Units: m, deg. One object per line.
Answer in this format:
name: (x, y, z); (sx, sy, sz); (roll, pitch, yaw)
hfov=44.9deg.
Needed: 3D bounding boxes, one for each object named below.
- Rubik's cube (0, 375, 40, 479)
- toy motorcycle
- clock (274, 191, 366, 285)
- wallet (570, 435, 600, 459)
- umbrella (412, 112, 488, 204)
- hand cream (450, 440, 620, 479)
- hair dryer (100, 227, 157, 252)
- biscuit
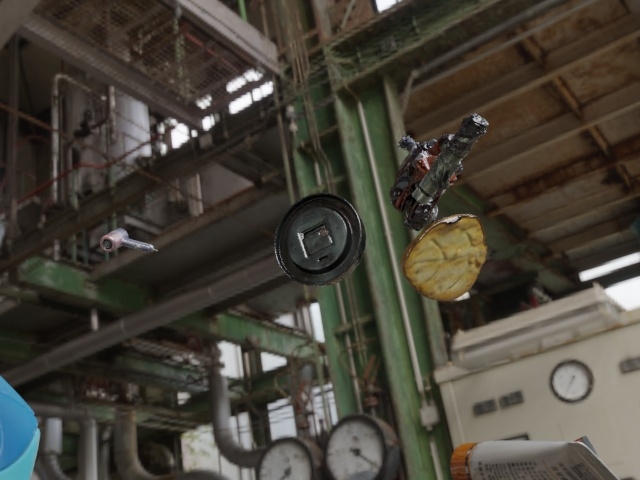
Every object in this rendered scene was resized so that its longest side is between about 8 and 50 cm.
Rubik's cube: (-0.772, 0.411, 1.418); (0.347, 0.351, 0.352); (-24, -54, 9)
toy motorcycle: (0.230, -0.158, 1.713); (0.134, 0.401, 0.207); (26, -75, -5)
clock: (0.000, 0.000, 1.485); (0.184, 0.184, 0.040); (-19, -22, 19)
wallet: (0.475, 0.455, 1.367); (0.103, 0.196, 0.020); (-31, -14, 18)
umbrella: (0.226, -0.140, 1.362); (0.046, 0.050, 0.188); (23, -60, -26)
hand cream: (0.349, 0.381, 1.301); (0.139, 0.089, 0.314); (46, -31, -18)
hair dryer: (-0.392, 0.009, 1.603); (0.114, 0.037, 0.063); (14, 18, 7)
biscuit: (0.273, 0.037, 1.695); (0.260, 0.041, 0.203); (-6, -68, -36)
